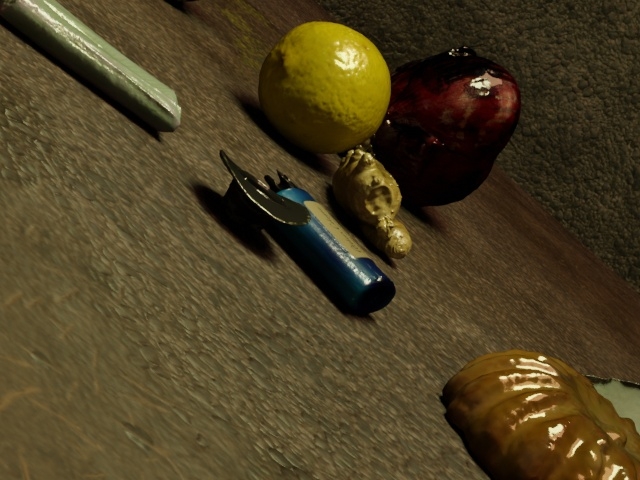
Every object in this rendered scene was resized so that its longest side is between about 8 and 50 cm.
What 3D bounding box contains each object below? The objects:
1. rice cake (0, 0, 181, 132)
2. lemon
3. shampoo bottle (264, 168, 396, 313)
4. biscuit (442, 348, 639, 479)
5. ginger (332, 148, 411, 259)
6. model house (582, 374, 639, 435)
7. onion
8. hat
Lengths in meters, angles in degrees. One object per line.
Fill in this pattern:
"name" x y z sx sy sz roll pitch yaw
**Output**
"rice cake" -0.236 -0.190 1.520 0.221 0.042 0.080 37 17 -22
"lemon" 0.009 -0.204 2.005 0.203 0.178 0.178 25 20 -53
"shampoo bottle" 0.000 0.000 1.558 0.183 0.050 0.087 47 16 24
"biscuit" 0.270 0.225 1.500 0.325 0.107 0.326 36 15 -12
"ginger" 0.057 -0.065 1.884 0.115 0.081 0.205 41 11 -36
"model house" 0.338 0.217 1.799 0.100 0.088 0.100 11 -17 7
"onion" 0.185 -0.174 2.253 0.281 0.281 0.221 24 55 -54
"hat" -0.067 -0.037 1.483 0.121 0.050 0.121 36 10 -7
